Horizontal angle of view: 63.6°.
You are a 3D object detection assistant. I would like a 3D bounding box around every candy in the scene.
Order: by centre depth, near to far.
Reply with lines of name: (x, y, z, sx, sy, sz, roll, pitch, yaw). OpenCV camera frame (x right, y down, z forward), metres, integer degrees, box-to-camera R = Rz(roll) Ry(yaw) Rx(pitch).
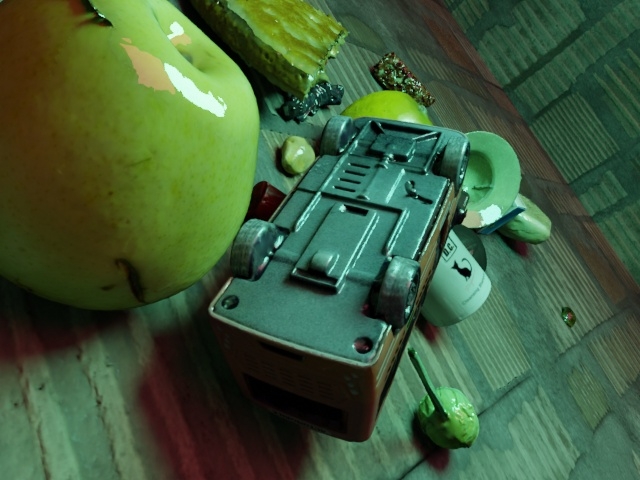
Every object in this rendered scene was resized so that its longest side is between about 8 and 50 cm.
candy: (0.160, 0.218, 0.717, 0.336, 0.092, 0.093, 57, 33, -52)

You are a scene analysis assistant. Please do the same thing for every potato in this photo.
potato: (-0.045, -0.159, 0.968, 0.068, 0.062, 0.083, 31, 58, -4)

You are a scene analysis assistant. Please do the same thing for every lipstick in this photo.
lipstick: (-0.001, 0.001, 0.854, 0.279, 0.073, 0.073, 31, 38, -27)

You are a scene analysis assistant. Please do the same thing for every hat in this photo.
hat: (0.399, -0.167, 1.412, 0.257, 0.257, 0.130, 41, 1, -15)

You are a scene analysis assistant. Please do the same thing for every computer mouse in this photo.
computer mouse: (0.326, 0.031, 1.202, 0.138, 0.086, 0.269, 52, 35, 2)

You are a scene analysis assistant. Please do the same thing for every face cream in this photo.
face cream: (0.152, -0.016, 0.951, 0.370, 0.145, 0.145, 49, 33, -15)

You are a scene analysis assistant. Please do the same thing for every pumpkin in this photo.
pumpkin: (0.770, 0.230, 1.595, 0.050, 0.028, 0.083, 45, 30, -7)

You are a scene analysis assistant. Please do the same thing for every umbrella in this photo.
umbrella: (-0.022, -0.316, 1.133, 0.080, 0.072, 0.224, 27, 36, 14)

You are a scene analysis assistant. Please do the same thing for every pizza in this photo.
pizza: (-0.070, -0.439, 1.118, 0.405, 0.130, 0.440, -13, 59, -49)

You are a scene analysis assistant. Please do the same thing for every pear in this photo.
pear: (-0.202, -0.091, 0.507, 0.309, 0.309, 0.309, 31, 39, -28)

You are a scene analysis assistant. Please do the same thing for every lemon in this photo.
lemon: (0.136, -0.192, 1.066, 0.240, 0.219, 0.241, 32, 34, -25)

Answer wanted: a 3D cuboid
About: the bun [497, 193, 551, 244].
bun: (0.597, -0.071, 1.594, 0.209, 0.116, 0.237, -6, 48, -49)

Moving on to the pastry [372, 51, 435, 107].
pastry: (0.254, -0.476, 1.580, 0.208, 0.097, 0.115, 45, 30, -6)

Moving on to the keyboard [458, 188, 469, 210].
keyboard: (0.222, -0.169, 1.268, 0.381, 0.041, 0.104, 33, 71, -26)

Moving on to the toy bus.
toy bus: (0.055, 0.019, 0.673, 0.202, 0.233, 0.427, 15, 46, 20)

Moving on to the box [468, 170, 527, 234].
box: (0.479, -0.136, 1.489, 0.073, 0.139, 0.194, 6, 54, -47)
